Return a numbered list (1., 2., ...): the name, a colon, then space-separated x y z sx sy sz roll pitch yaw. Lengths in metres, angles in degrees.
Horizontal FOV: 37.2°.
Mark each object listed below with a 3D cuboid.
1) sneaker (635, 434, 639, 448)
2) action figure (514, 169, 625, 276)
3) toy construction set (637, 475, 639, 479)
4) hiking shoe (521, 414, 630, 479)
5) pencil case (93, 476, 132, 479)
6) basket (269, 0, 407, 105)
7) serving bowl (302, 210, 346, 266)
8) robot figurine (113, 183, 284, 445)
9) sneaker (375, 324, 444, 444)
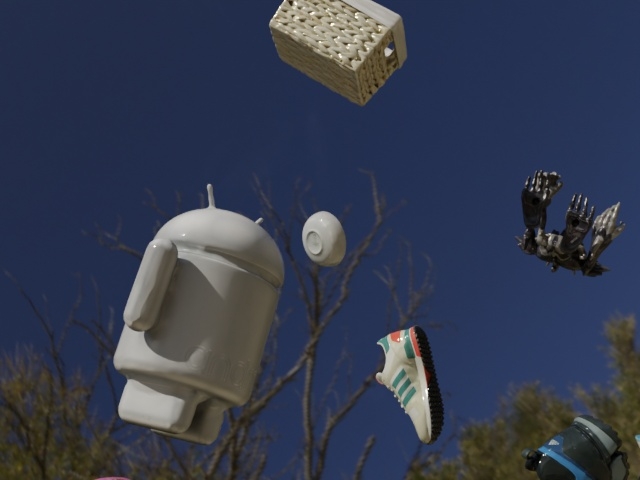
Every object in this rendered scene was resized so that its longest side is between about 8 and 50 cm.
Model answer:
1. sneaker: 0.436 0.272 1.127 0.228 0.087 0.092 12 -111 -50
2. action figure: 0.388 -0.024 1.490 0.141 0.164 0.275 -62 -21 -4
3. toy construction set: 0.585 0.443 1.468 0.309 0.237 0.257 -44 -18 6
4. hiking shoe: 0.374 0.394 1.310 0.132 0.113 0.304 -24 -84 -13
5. pencil case: -0.081 0.313 0.754 0.160 0.386 0.167 -6 -81 -49
6. basket: 0.023 -0.280 1.326 0.103 0.167 0.113 -54 -19 -13
7. serving bowl: 0.000 0.000 1.399 0.027 0.083 0.083 -14 -55 -41
8. robot figurine: -0.169 0.105 1.364 0.300 0.199 0.354 43 -122 -58
9. sneaker: 0.119 0.201 1.304 0.075 0.161 0.057 -15 -13 23
